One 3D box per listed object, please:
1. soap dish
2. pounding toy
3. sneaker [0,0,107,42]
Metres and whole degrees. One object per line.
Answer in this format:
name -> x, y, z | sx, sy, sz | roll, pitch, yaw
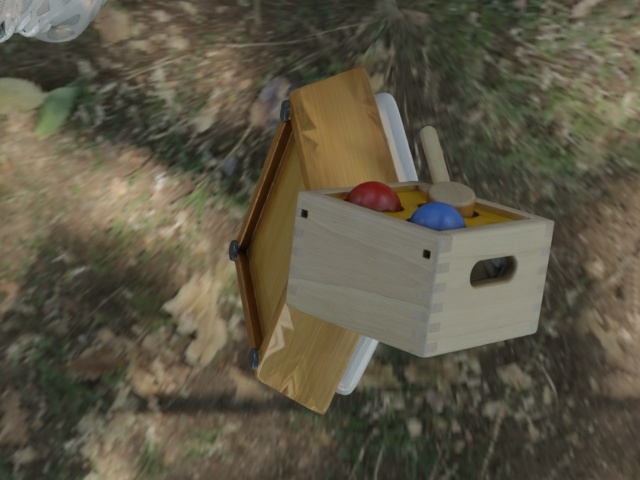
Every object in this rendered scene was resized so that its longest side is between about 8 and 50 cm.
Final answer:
soap dish -> 0.000, 0.000, 1.751 | 0.118, 0.229, 0.291 | 4, 135, -18
pounding toy -> 0.063, -0.004, 1.025 | 0.130, 0.141, 0.100 | 19, 108, 40
sneaker -> -0.325, -0.218, 1.528 | 0.169, 0.447, 0.257 | 18, 77, 10
